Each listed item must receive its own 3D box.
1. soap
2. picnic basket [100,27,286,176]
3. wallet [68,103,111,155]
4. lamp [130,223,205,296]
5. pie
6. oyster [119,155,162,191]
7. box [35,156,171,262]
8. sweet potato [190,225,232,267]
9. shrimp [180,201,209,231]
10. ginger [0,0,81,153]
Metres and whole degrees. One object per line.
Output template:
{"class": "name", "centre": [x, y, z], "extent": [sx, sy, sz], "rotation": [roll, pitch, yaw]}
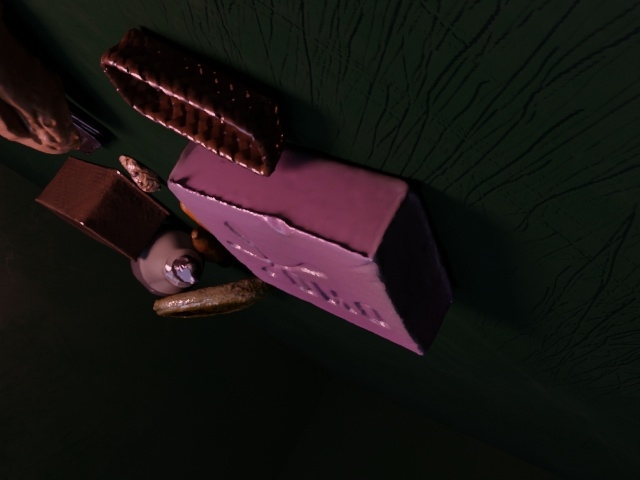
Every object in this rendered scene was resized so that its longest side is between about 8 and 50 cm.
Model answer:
{"class": "soap", "centre": [0.000, 0.000, 0.705], "extent": [0.296, 0.107, 0.285], "rotation": [20, 160, 32]}
{"class": "picnic basket", "centre": [-0.122, -0.138, 0.573], "extent": [0.193, 0.055, 0.110], "rotation": [27, 166, 10]}
{"class": "wallet", "centre": [-0.511, -0.252, 0.967], "extent": [0.318, 0.045, 0.172], "rotation": [37, 165, -27]}
{"class": "lamp", "centre": [-0.344, 0.070, 1.375], "extent": [0.182, 0.182, 0.314], "rotation": [42, 173, -39]}
{"class": "pie", "centre": [-0.259, 0.146, 1.409], "extent": [0.323, 0.071, 0.323], "rotation": [-13, 173, -2]}
{"class": "oyster", "centre": [-0.349, -0.122, 1.093], "extent": [0.083, 0.038, 0.081], "rotation": [28, 167, 5]}
{"class": "box", "centre": [-0.516, -0.078, 1.357], "extent": [0.273, 0.143, 0.184], "rotation": [18, 161, 42]}
{"class": "sweet potato", "centre": [-0.248, 0.022, 1.327], "extent": [0.067, 0.067, 0.274], "rotation": [26, 166, 14]}
{"class": "shrimp", "centre": [-0.149, -0.010, 1.042], "extent": [0.248, 0.068, 0.150], "rotation": [31, 179, 17]}
{"class": "ginger", "centre": [-0.439, -0.214, 0.759], "extent": [0.126, 0.189, 0.354], "rotation": [55, -175, 23]}
